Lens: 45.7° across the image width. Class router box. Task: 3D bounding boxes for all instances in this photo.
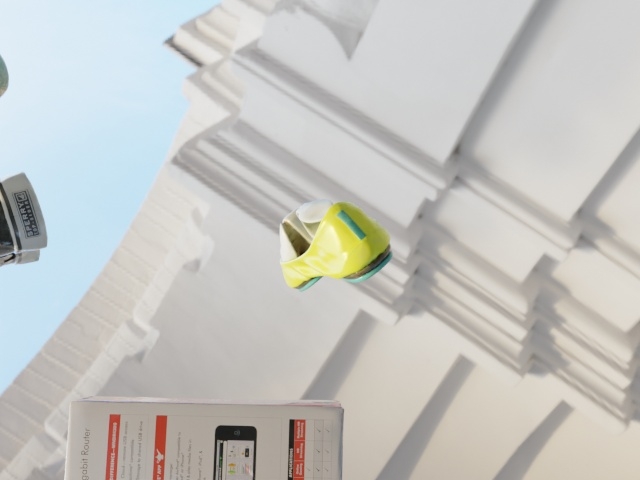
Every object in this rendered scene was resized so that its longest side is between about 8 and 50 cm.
[{"bbox_3d":[-0.128,0.344,0.838,0.302,0.082,0.335,2,-98,-1],"label":"router box"}]

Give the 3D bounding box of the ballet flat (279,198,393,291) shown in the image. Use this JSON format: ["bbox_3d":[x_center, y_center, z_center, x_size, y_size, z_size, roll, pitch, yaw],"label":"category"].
[{"bbox_3d":[0.000,0.000,0.727,0.077,0.231,0.077,-43,-82,-15],"label":"ballet flat"}]

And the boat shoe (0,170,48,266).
[{"bbox_3d":[-0.264,-0.014,0.599,0.070,0.219,0.077,-17,-87,-23],"label":"boat shoe"}]

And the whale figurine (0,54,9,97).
[{"bbox_3d":[-0.281,-0.136,0.420,0.216,0.141,0.272,10,-156,-31],"label":"whale figurine"}]
